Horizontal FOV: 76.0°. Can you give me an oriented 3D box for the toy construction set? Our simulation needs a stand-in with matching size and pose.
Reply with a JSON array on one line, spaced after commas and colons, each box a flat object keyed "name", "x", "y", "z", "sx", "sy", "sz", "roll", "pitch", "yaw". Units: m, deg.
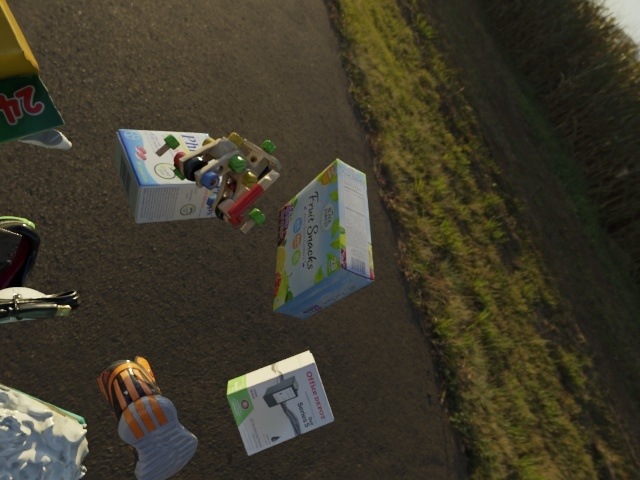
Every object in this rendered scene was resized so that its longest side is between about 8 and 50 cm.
[{"name": "toy construction set", "x": -0.188, "y": -0.174, "z": 1.000, "sx": 0.237, "sy": 0.309, "sz": 0.257, "roll": -46, "pitch": 133, "yaw": -12}]

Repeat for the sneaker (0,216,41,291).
[{"name": "sneaker", "x": -0.844, "y": 0.143, "z": 0.967, "sx": 0.185, "sy": 0.202, "sz": 0.482, "roll": 39, "pitch": 58, "yaw": -43}]

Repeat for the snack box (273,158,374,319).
[{"name": "snack box", "x": 0.000, "y": 0.000, "z": 0.667, "sx": 0.070, "sy": 0.174, "sz": 0.207, "roll": 22, "pitch": 51, "yaw": -31}]

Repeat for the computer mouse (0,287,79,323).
[{"name": "computer mouse", "x": -0.362, "y": 0.075, "z": 0.485, "sx": 0.106, "sy": 0.193, "sz": 0.042, "roll": -3, "pitch": 84, "yaw": -42}]

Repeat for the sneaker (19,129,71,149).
[{"name": "sneaker", "x": -0.711, "y": -0.259, "z": 1.041, "sx": 0.152, "sy": 0.061, "sz": 0.053, "roll": 17, "pitch": 81, "yaw": 4}]

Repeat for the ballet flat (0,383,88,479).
[{"name": "ballet flat", "x": -0.343, "y": 0.091, "z": 0.235, "sx": 0.409, "sy": 0.147, "sz": 0.147, "roll": 37, "pitch": 42, "yaw": -19}]

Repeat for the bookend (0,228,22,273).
[{"name": "bookend", "x": -0.720, "y": 0.018, "z": 0.814, "sx": 0.157, "sy": 0.156, "sz": 0.072, "roll": 32, "pitch": 45, "yaw": -43}]

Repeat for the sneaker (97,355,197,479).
[{"name": "sneaker", "x": -0.347, "y": 0.347, "z": 0.828, "sx": 0.125, "sy": 0.321, "sz": 0.180, "roll": -21, "pitch": 46, "yaw": -32}]

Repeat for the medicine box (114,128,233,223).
[{"name": "medicine box", "x": -0.455, "y": -0.205, "z": 1.278, "sx": 0.289, "sy": 0.149, "sz": 0.263, "roll": -9, "pitch": 52, "yaw": -37}]

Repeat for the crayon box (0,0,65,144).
[{"name": "crayon box", "x": -0.366, "y": -0.210, "z": 0.293, "sx": 0.202, "sy": 0.081, "sz": 0.318, "roll": -27, "pitch": 109, "yaw": -19}]

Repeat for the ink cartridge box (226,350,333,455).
[{"name": "ink cartridge box", "x": -0.121, "y": 0.485, "z": 1.244, "sx": 0.273, "sy": 0.115, "sz": 0.198, "roll": -19, "pitch": 95, "yaw": -8}]
